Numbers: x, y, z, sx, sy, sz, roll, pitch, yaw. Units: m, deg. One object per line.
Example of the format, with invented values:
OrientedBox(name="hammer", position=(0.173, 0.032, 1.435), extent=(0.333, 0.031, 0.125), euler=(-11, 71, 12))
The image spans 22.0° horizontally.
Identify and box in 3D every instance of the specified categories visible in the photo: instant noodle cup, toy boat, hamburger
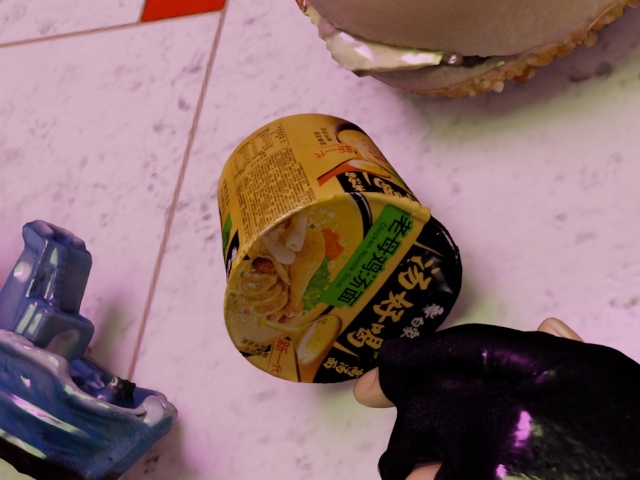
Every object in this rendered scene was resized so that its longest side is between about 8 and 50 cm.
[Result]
OrientedBox(name="instant noodle cup", position=(0.000, 0.000, 1.044), extent=(0.151, 0.151, 0.122), euler=(-36, 38, 9))
OrientedBox(name="toy boat", position=(-0.195, 0.065, 1.125), extent=(0.309, 0.129, 0.142), euler=(29, 94, 43))
OrientedBox(name="hamburger", position=(0.107, -0.239, 1.099), extent=(0.302, 0.170, 0.302), euler=(-13, 57, 21))

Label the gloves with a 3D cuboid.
OrientedBox(name="gloves", position=(0.128, 0.124, 0.892), extent=(0.197, 0.152, 0.301), euler=(-39, 27, -31))
